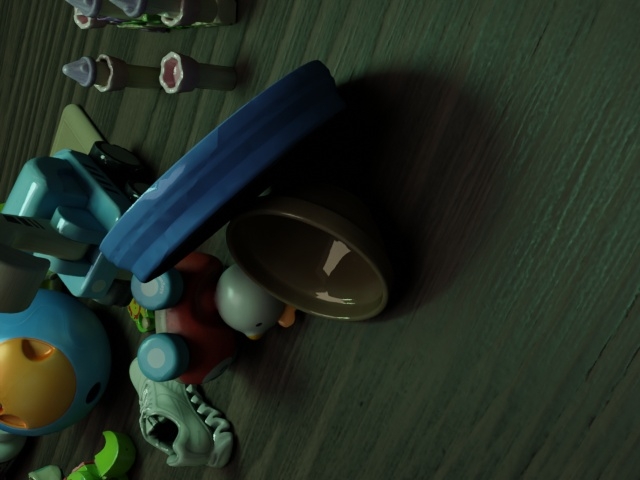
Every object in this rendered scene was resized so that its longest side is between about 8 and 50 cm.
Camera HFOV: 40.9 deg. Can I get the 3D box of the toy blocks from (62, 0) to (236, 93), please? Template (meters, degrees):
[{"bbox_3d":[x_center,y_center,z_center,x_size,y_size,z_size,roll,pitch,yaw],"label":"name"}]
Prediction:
[{"bbox_3d":[-0.317,-0.402,1.423,0.289,0.260,0.308,10,100,46],"label":"toy blocks"}]

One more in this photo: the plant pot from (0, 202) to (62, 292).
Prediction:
[{"bbox_3d":[-0.676,0.075,1.838,0.207,0.227,0.228,49,140,32],"label":"plant pot"}]

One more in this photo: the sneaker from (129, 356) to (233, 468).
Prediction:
[{"bbox_3d":[-0.272,0.292,1.510,0.292,0.118,0.110,37,119,42],"label":"sneaker"}]

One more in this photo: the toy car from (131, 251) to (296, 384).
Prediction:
[{"bbox_3d":[-0.132,0.113,1.331,0.238,0.219,0.210,-7,85,19],"label":"toy car"}]

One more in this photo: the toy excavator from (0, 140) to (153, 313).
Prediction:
[{"bbox_3d":[-0.455,-0.014,1.435,0.433,0.445,0.222,43,110,37],"label":"toy excavator"}]

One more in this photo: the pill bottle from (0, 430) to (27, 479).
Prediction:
[{"bbox_3d":[-0.803,0.482,2.054,0.301,0.169,0.169,-52,55,36],"label":"pill bottle"}]

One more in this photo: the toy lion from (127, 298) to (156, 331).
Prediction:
[{"bbox_3d":[-0.345,0.129,1.650,0.096,0.034,0.100,-30,70,51],"label":"toy lion"}]

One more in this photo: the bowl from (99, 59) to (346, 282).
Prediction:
[{"bbox_3d":[-0.122,-0.085,1.161,0.077,0.391,0.391,49,131,-2],"label":"bowl"}]

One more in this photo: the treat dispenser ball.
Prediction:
[{"bbox_3d":[-0.560,0.239,1.692,0.288,0.288,0.288,2,92,47],"label":"treat dispenser ball"}]

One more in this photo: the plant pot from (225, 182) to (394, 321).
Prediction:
[{"bbox_3d":[0.000,0.000,1.174,0.237,0.237,0.109,-14,39,47],"label":"plant pot"}]

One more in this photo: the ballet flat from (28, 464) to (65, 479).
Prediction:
[{"bbox_3d":[-0.590,0.608,1.830,0.086,0.086,0.248,-13,79,47],"label":"ballet flat"}]

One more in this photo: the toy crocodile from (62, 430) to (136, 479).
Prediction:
[{"bbox_3d":[-0.488,0.518,1.716,0.340,0.115,0.105,-50,58,19],"label":"toy crocodile"}]

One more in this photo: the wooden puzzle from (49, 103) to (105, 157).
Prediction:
[{"bbox_3d":[-0.522,-0.138,1.829,0.221,0.044,0.238,49,120,35],"label":"wooden puzzle"}]
